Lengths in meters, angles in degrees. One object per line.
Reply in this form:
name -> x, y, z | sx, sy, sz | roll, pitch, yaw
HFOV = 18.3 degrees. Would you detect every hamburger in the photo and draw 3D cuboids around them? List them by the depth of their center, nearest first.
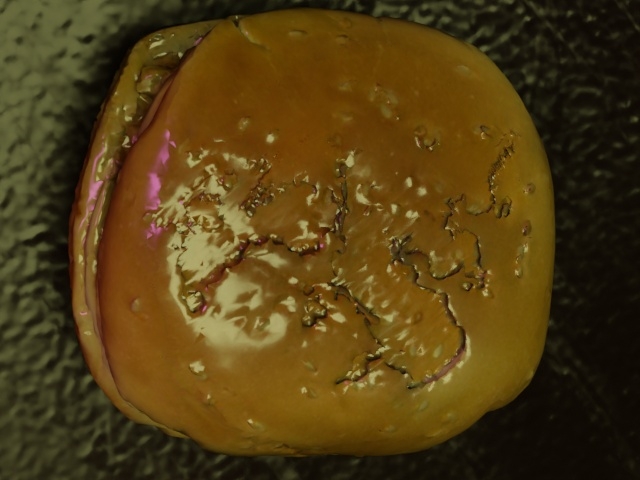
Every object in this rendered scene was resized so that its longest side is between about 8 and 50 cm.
hamburger -> -0.006, -0.004, 1.266 | 0.305, 0.174, 0.284 | 2, 90, -23
